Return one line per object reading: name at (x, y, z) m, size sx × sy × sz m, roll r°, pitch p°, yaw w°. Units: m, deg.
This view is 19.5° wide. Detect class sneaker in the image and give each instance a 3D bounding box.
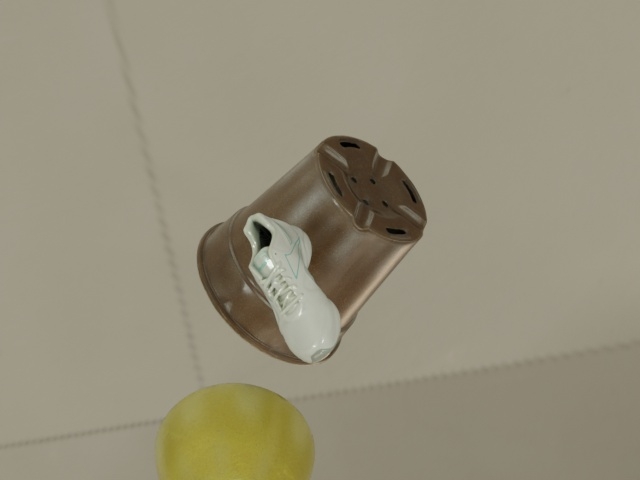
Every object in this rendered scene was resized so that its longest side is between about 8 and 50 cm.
sneaker at (-0.030, 0.039, 1.542) m, size 0.054 × 0.061 × 0.152 m, roll -39°, pitch 47°, yaw 18°

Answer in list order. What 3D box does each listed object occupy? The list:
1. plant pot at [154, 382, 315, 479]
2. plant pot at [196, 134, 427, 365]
plant pot at (-0.071, 0.197, 1.511) m, size 0.134 × 0.095 × 0.134 m, roll 0°, pitch 116°, yaw 0°
plant pot at (0.000, 0.000, 1.707) m, size 0.167 × 0.167 × 0.165 m, roll 44°, pitch 122°, yaw 0°
